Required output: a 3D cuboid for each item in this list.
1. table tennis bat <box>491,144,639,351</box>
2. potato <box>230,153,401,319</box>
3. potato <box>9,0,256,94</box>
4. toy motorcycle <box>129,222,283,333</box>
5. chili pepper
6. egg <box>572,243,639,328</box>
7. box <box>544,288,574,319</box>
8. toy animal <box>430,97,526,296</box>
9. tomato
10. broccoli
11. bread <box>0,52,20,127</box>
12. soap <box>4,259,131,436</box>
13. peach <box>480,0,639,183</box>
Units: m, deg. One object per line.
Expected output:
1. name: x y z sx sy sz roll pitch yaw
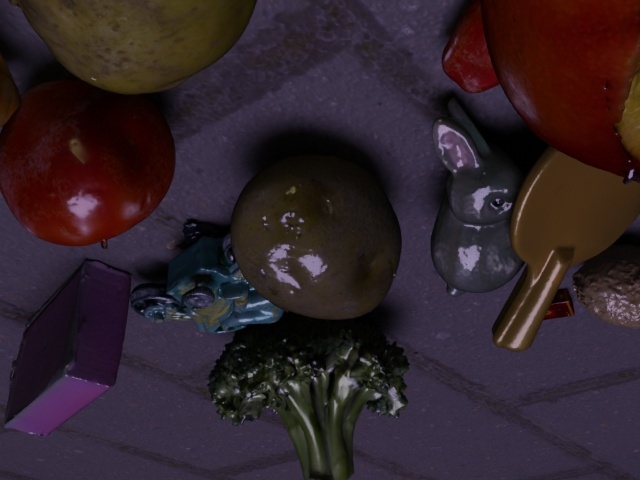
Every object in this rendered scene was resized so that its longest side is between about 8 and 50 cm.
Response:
1. table tennis bat: 0.273 -0.006 0.934 0.199 0.050 0.320 -1 125 -34
2. potato: 0.000 0.000 0.962 0.178 0.160 0.235 -22 129 16
3. potato: -0.141 -0.215 0.636 0.197 0.148 0.228 -18 147 5
4. toy motorcycle: -0.117 0.065 1.138 0.198 0.109 0.296 19 145 -32
5. chili pepper: 0.163 -0.186 0.757 0.073 0.070 0.123 -2 151 -29
6. egg: 0.400 0.062 1.108 0.140 0.118 0.116 7 132 -26
7. box: 0.333 0.099 1.258 0.082 0.023 0.051 -12 147 20
8. toy animal: 0.177 -0.045 0.935 0.126 0.127 0.251 -3 145 12
9. tomato: -0.241 -0.081 0.839 0.187 0.187 0.151 -2 136 5
10. broccoli: -0.007 0.218 1.282 0.288 0.235 0.259 -11 113 34
11. bread: -0.390 -0.188 0.702 0.167 0.132 0.294 -7 149 14
12. soap: -0.371 0.162 1.232 0.081 0.181 0.259 21 142 -30
13. peach: 0.199 -0.205 0.556 0.257 0.201 0.362 -50 146 -1
